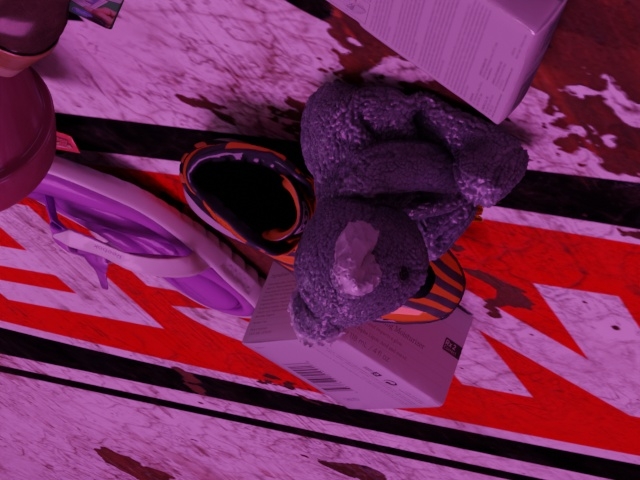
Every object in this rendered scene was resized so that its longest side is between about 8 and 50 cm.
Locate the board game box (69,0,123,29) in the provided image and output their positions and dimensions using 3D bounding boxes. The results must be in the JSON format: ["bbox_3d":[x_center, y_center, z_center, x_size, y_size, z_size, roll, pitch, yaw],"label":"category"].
[{"bbox_3d":[-0.298,-0.299,1.686,0.317,0.046,0.213,24,160,-9],"label":"board game box"}]

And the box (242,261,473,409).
[{"bbox_3d":[0.042,0.104,2.282,0.181,0.119,0.182,33,156,-30],"label":"box"}]

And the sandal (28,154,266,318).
[{"bbox_3d":[-0.217,0.014,2.316,0.416,0.102,0.169,31,158,-36],"label":"sandal"}]

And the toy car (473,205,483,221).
[{"bbox_3d":[0.103,-0.053,1.965,0.122,0.060,0.041,6,117,-7],"label":"toy car"}]

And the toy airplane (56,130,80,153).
[{"bbox_3d":[-0.332,-0.136,2.168,0.151,0.028,0.151,23,162,8],"label":"toy airplane"}]

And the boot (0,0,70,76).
[{"bbox_3d":[-0.325,-0.248,1.700,0.248,0.090,0.207,27,148,-13],"label":"boot"}]

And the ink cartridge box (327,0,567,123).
[{"bbox_3d":[0.081,-0.205,1.576,0.224,0.056,0.181,38,162,9],"label":"ink cartridge box"}]

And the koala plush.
[{"bbox_3d":[0.044,-0.014,1.807,0.203,0.221,0.196,28,155,-7],"label":"koala plush"}]

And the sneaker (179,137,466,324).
[{"bbox_3d":[0.000,0.000,1.969,0.321,0.125,0.180,24,-179,-3],"label":"sneaker"}]

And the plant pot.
[{"bbox_3d":[-0.368,-0.149,1.960,0.201,0.201,0.180,17,144,10],"label":"plant pot"}]
